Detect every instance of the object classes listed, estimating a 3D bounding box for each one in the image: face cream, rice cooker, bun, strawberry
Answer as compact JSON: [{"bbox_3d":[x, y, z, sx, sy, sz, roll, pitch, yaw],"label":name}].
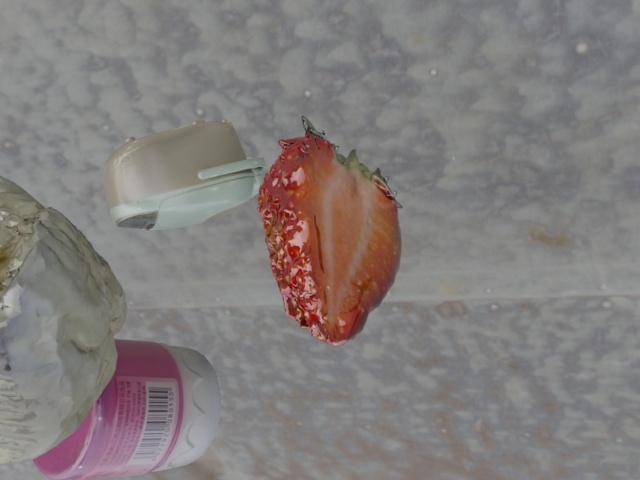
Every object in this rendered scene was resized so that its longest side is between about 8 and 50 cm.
[{"bbox_3d":[-0.256,0.218,0.881,0.175,0.175,0.195,-21,155,35],"label":"face cream"},{"bbox_3d":[-0.176,-0.081,0.864,0.145,0.206,0.127,-19,93,65],"label":"rice cooker"},{"bbox_3d":[-0.288,0.053,0.516,0.282,0.204,0.281,1,126,1],"label":"bun"},{"bbox_3d":[0.011,0.009,0.678,0.098,0.228,0.174,-27,148,37],"label":"strawberry"}]
